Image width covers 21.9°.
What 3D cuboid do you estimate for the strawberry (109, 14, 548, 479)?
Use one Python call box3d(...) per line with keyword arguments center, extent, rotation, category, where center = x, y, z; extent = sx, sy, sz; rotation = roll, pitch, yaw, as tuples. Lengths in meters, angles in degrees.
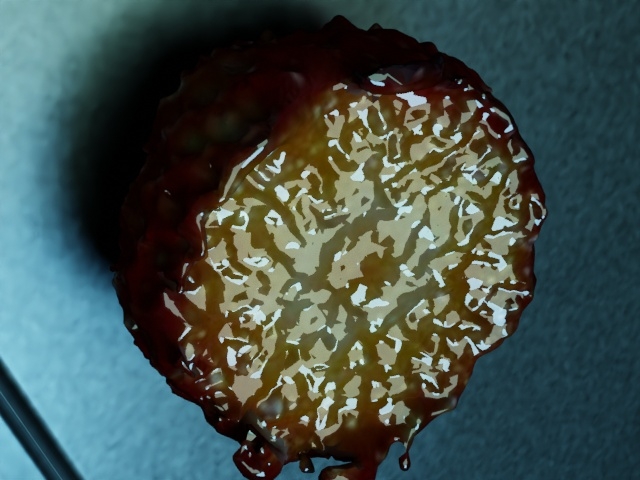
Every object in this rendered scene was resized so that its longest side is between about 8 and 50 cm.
box3d(center=(0.000, 0.000, 0.521), extent=(0.145, 0.086, 0.145), rotation=(-16, 119, -32), category="strawberry")
